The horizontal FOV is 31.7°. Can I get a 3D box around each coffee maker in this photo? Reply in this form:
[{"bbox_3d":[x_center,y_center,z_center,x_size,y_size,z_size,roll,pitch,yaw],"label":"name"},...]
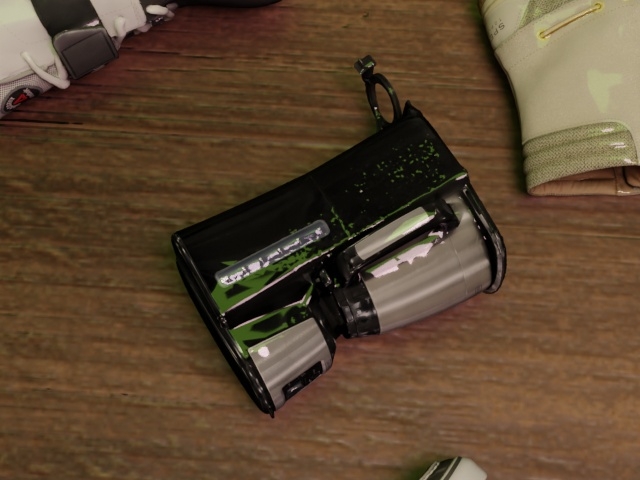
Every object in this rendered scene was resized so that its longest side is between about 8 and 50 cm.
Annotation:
[{"bbox_3d":[0.000,0.000,0.715,0.178,0.120,0.171,-26,49,-10],"label":"coffee maker"}]

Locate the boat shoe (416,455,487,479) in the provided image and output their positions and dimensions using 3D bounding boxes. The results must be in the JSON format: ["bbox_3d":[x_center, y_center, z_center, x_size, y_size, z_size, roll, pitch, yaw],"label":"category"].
[{"bbox_3d":[0.002,0.192,0.654,0.219,0.078,0.070,-40,76,-11],"label":"boat shoe"}]

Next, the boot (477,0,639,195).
[{"bbox_3d":[0.227,-0.117,0.763,0.213,0.077,0.165,-10,70,2],"label":"boot"}]

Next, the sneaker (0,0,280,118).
[{"bbox_3d":[-0.181,-0.152,0.771,0.330,0.122,0.146,1,88,0],"label":"sneaker"}]
